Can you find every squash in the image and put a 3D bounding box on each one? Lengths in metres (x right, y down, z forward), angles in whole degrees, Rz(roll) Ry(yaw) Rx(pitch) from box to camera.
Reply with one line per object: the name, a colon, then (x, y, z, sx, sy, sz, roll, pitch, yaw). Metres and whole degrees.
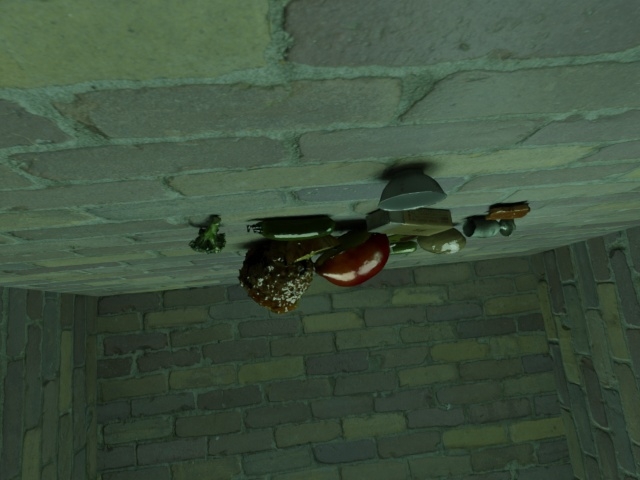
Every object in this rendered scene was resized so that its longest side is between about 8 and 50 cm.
squash: (-0.106, -0.042, 1.482, 0.331, 0.087, 0.087, -2, 169, -11)
squash: (0.437, 0.044, 2.278, 0.238, 0.069, 0.069, -9, 169, 27)

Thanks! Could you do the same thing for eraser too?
eraser: (0.353, -0.074, 1.574, 0.343, 0.078, 0.144, 1, 166, -32)

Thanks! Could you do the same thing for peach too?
peach: (0.143, 0.091, 1.688, 0.361, 0.201, 0.257, -35, -165, -28)

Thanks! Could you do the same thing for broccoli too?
broccoli: (-0.386, -0.023, 1.413, 0.122, 0.118, 0.204, 19, 149, -14)

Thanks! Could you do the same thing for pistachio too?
pistachio: (0.581, -0.001, 1.929, 0.226, 0.136, 0.136, -3, 171, 19)

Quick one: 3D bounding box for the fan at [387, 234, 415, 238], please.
fan: (0.473, -0.015, 2.136, 0.335, 0.011, 0.229, 0, 168, -21)

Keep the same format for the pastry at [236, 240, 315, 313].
pastry: (-0.217, 0.159, 1.912, 0.337, 0.292, 0.405, 21, 140, -5)

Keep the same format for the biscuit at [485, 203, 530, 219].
biscuit: (0.791, -0.118, 1.679, 0.280, 0.043, 0.183, -2, 173, -45)

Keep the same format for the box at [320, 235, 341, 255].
box: (0.074, 0.029, 2.032, 0.103, 0.055, 0.243, -3, 168, -20)

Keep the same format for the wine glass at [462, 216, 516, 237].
wine glass: (0.760, -0.058, 1.814, 0.222, 0.103, 0.103, -4, 169, -19)

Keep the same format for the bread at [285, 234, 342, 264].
bread: (-0.047, 0.006, 1.641, 0.260, 0.134, 0.129, -19, 176, 35)

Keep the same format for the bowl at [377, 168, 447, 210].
bowl: (0.249, -0.146, 1.113, 0.189, 0.086, 0.189, -5, 171, -1)

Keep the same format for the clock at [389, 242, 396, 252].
clock: (0.225, 0.062, 2.006, 0.265, 0.109, 0.324, -18, 174, -35)
